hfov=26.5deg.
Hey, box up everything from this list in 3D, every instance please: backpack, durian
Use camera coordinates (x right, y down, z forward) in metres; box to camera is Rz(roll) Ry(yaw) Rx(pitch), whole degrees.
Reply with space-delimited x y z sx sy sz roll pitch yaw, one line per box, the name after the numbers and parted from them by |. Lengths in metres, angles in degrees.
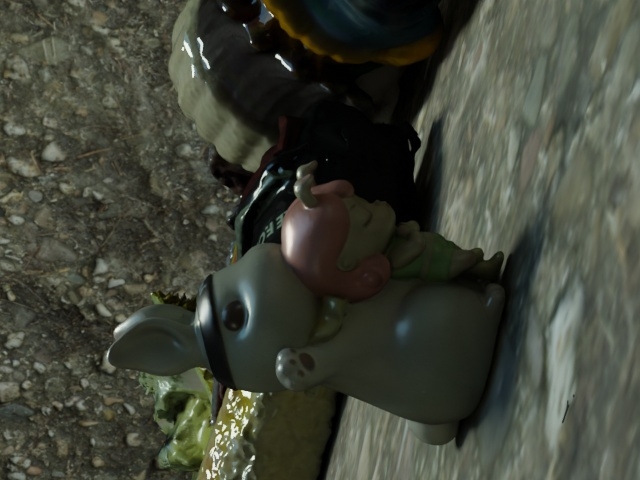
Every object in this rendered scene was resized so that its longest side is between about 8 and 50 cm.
0.001 -0.002 0.795 0.165 0.106 0.120 -78 8 -59 | backpack
-0.148 0.194 1.666 0.306 0.166 0.172 109 170 -56 | durian

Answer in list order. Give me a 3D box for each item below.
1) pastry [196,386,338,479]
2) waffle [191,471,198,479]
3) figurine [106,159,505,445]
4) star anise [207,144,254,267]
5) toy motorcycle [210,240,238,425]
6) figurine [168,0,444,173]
-0.039 0.140 0.983 0.121 0.089 0.258 -151 73 -82 | pastry
-0.186 0.448 2.071 0.309 0.056 0.292 128 155 -77 | waffle
-0.004 0.020 0.548 0.081 0.146 0.098 131 153 -82 | figurine
-0.048 -0.051 1.523 0.212 0.129 0.283 70 -146 -67 | star anise
-0.034 0.037 1.174 0.171 0.089 0.298 92 -173 -68 | toy motorcycle
-0.011 -0.146 0.923 0.204 0.185 0.332 -46 1 -1 | figurine
